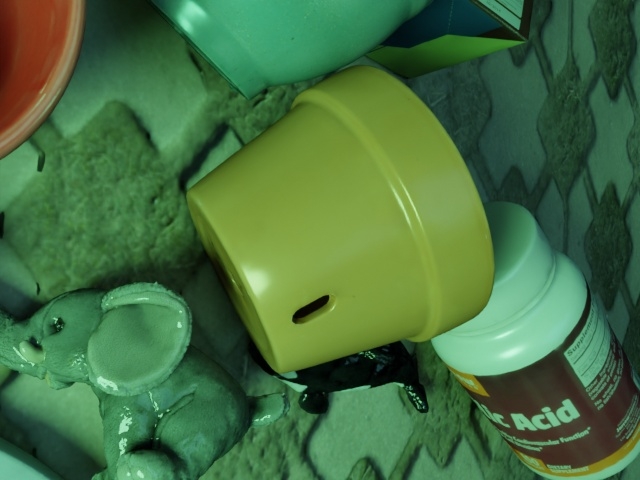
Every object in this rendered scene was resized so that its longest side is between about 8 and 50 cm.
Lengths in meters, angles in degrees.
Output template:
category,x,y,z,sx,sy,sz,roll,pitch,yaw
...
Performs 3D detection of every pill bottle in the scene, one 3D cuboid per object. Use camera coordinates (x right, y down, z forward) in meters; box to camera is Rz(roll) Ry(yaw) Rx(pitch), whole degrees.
category,x,y,z,sx,sy,sz,roll,pitch,yaw
pill bottle,0.296,0.149,0.798,0.392,0.224,0.224,51,63,-25

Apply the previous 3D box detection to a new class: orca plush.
category,x,y,z,sx,sy,sz,roll,pitch,yaw
orca plush,0.054,0.162,0.695,0.287,0.102,0.151,37,70,-31

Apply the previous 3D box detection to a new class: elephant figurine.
category,x,y,z,sx,sy,sz,roll,pitch,yaw
elephant figurine,-0.180,0.106,0.505,0.239,0.169,0.186,65,27,1

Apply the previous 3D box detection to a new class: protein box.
category,x,y,z,sx,sy,sz,roll,pitch,yaw
protein box,0.150,-0.343,0.698,0.136,0.200,0.201,16,81,-35

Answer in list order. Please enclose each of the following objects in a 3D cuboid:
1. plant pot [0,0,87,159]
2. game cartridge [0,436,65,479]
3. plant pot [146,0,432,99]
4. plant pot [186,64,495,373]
category,x,y,z,sx,sy,sz,roll,pitch,yaw
plant pot,-0.313,-0.145,0.337,0.275,0.243,0.275,0,90,-36
game cartridge,-0.295,0.291,0.473,0.196,0.060,0.294,-44,115,-24
plant pot,-0.065,-0.261,0.521,0.196,0.293,0.293,-45,118,3
plant pot,0.000,0.000,0.565,0.203,0.291,0.291,-28,107,-16
